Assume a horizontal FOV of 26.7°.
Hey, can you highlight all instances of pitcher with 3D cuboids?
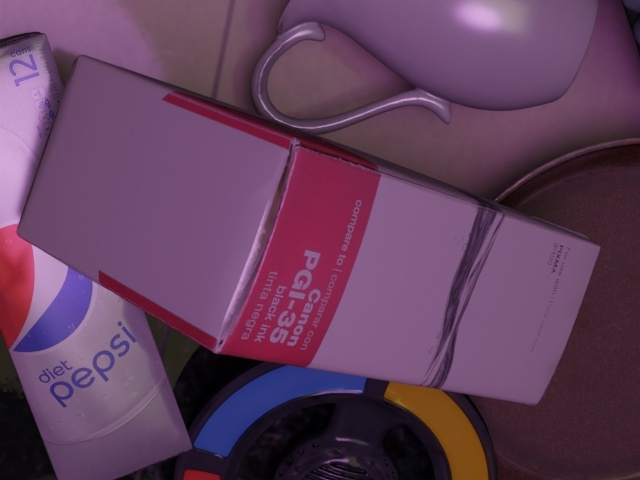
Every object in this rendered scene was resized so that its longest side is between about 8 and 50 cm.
[{"bbox_3d":[0.066,-0.138,0.905,0.207,0.125,0.177,16,104,-6],"label":"pitcher"}]

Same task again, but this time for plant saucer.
[{"bbox_3d":[0.217,0.071,0.986,0.311,0.050,0.310,-3,109,-9],"label":"plant saucer"}]

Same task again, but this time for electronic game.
[{"bbox_3d":[0.011,0.174,0.946,0.229,0.048,0.229,-1,112,-3],"label":"electronic game"}]

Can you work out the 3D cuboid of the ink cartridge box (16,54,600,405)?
[{"bbox_3d":[0.000,0.000,0.804,0.283,0.207,0.117,16,96,-45],"label":"ink cartridge box"}]

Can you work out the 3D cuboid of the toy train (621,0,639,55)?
[{"bbox_3d":[0.272,-0.198,0.887,0.190,0.142,0.334,-42,137,-7],"label":"toy train"}]

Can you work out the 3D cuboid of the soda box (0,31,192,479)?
[{"bbox_3d":[-0.175,0.013,0.875,0.091,0.098,0.286,-20,103,-10],"label":"soda box"}]
